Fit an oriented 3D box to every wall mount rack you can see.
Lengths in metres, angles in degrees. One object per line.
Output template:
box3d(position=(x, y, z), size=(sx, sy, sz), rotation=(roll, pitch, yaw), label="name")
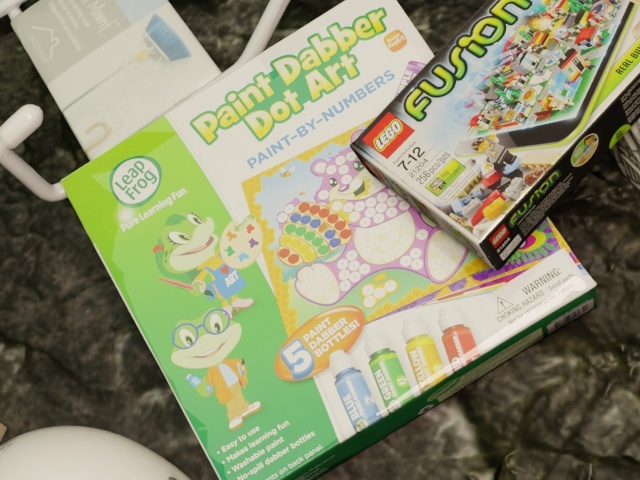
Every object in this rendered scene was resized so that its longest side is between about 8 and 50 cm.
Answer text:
box3d(position=(-0.134, -0.196, 0.908), size=(0.304, 0.130, 0.350), rotation=(-35, 58, 0), label="wall mount rack")

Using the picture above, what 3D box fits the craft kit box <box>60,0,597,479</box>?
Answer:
box3d(position=(0.000, 0.000, 0.771), size=(0.250, 0.061, 0.246), rotation=(-33, 67, 1), label="craft kit box")

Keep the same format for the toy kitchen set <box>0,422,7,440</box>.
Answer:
box3d(position=(-0.271, 0.139, 0.816), size=(0.075, 0.068, 0.083), rotation=(14, 69, 26), label="toy kitchen set")

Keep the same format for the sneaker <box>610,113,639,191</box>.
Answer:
box3d(position=(0.214, -0.116, 0.763), size=(0.115, 0.090, 0.232), rotation=(-25, 58, 2), label="sneaker")

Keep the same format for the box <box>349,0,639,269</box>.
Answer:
box3d(position=(0.127, -0.093, 0.707), size=(0.207, 0.036, 0.114), rotation=(-47, 53, -4), label="box")

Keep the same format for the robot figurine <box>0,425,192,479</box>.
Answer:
box3d(position=(-0.162, 0.236, 0.666), size=(0.209, 0.173, 0.278), rotation=(27, 75, 27), label="robot figurine")
